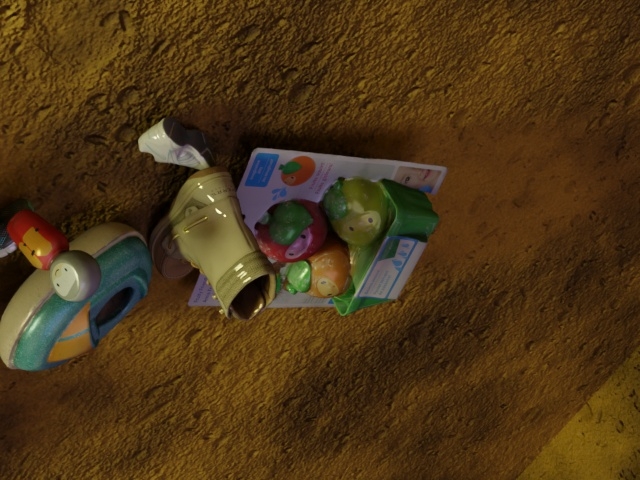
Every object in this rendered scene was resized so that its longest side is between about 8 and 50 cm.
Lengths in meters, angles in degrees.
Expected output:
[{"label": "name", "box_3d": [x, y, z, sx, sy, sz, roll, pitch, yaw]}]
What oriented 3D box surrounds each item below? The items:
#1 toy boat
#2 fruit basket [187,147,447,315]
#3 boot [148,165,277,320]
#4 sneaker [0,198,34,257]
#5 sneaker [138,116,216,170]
[{"label": "toy boat", "box_3d": [-0.343, 0.072, 1.852, 0.267, 0.148, 0.318, -44, 161, -15]}, {"label": "fruit basket", "box_3d": [0.000, 0.000, 2.115, 0.353, 0.165, 0.327, -1, 132, -35]}, {"label": "boot", "box_3d": [-0.158, 0.039, 1.964, 0.095, 0.203, 0.262, -14, 155, -35]}, {"label": "sneaker", "box_3d": [-0.466, -0.006, 1.805, 0.166, 0.065, 0.076, -37, 141, -1]}, {"label": "sneaker", "box_3d": [-0.203, -0.132, 1.896, 0.061, 0.053, 0.152, -22, 155, 22]}]
